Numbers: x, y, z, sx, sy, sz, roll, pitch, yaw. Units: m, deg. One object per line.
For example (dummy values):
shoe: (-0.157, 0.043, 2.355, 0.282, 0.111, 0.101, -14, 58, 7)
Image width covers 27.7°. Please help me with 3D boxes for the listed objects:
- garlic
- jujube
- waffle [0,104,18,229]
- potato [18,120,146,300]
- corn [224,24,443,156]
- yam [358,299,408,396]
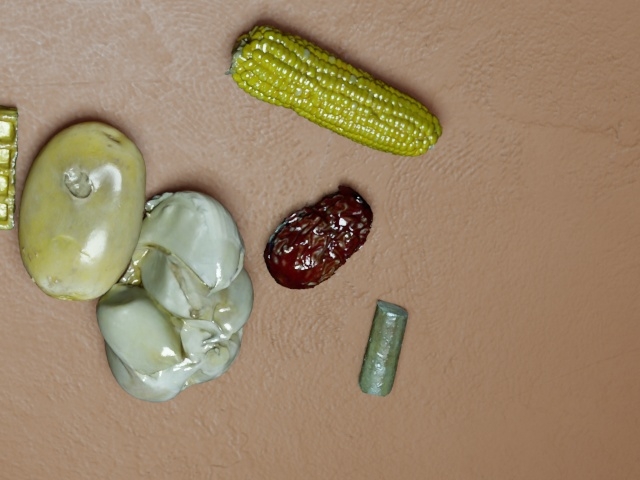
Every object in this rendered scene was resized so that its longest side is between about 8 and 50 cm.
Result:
garlic: (-0.172, 0.090, 1.713, 0.185, 0.203, 0.281, 33, 92, -45)
jujube: (0.002, 0.003, 1.776, 0.166, 0.104, 0.104, -34, 112, -3)
waffle: (-0.492, -0.093, 1.646, 0.211, 0.055, 0.160, 1, 107, -14)
potato: (-0.308, -0.037, 1.666, 0.150, 0.146, 0.233, 15, 89, -25)
corn: (0.021, -0.190, 1.717, 0.313, 0.102, 0.102, 25, 101, -22)
yam: (0.091, 0.156, 1.872, 0.054, 0.054, 0.132, 8, 105, -16)
